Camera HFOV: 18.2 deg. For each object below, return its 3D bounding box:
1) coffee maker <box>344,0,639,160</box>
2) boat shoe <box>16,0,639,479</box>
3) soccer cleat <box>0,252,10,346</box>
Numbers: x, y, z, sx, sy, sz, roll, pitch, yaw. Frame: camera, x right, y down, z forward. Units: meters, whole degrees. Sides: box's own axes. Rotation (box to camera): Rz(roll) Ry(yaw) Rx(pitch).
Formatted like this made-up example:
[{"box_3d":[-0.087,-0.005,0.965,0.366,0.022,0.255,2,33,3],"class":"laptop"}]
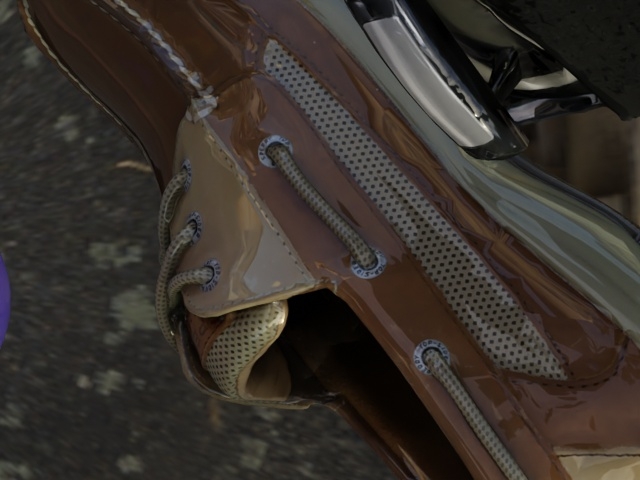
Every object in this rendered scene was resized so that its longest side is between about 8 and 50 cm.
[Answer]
[{"box_3d":[0.048,-0.120,0.453,0.171,0.120,0.178,-34,140,22],"class":"coffee maker"},{"box_3d":[0.000,0.000,0.686,0.324,0.122,0.120,38,67,25],"class":"boat shoe"},{"box_3d":[-0.152,0.023,0.548,0.116,0.318,0.108,4,88,20],"class":"soccer cleat"}]
